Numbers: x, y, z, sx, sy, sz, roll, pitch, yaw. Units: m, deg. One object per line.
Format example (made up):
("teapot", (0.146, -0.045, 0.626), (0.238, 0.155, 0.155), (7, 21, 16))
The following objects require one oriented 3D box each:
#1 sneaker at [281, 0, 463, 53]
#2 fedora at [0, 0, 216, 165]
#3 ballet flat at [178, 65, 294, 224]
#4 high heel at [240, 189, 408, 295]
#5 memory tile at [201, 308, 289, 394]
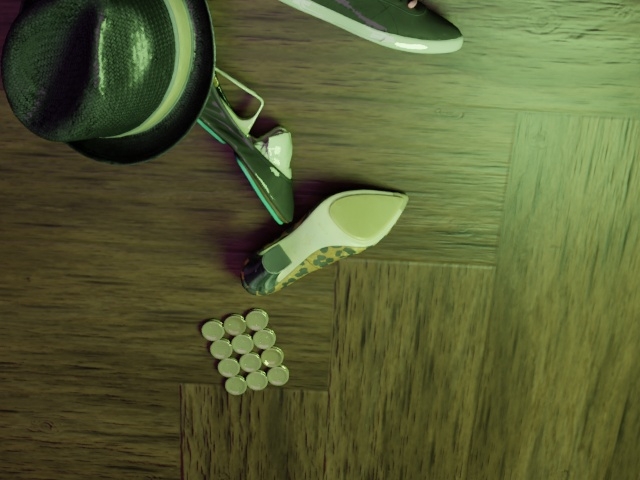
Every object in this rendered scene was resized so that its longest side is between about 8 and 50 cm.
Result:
("sneaker", (0.067, -0.348, 1.135), (0.295, 0.104, 0.147), (21, 119, -3))
("fedora", (-0.298, -0.236, 1.128), (0.334, 0.152, 0.334), (9, 116, 19))
("ballet flat", (-0.103, -0.149, 1.242), (0.096, 0.095, 0.280), (-37, 109, 7))
("high heel", (0.000, 0.000, 1.334), (0.261, 0.186, 0.093), (-26, 85, -21))
("memory tile", (-0.121, 0.183, 1.438), (0.113, 0.012, 0.148), (-15, 113, 8))
